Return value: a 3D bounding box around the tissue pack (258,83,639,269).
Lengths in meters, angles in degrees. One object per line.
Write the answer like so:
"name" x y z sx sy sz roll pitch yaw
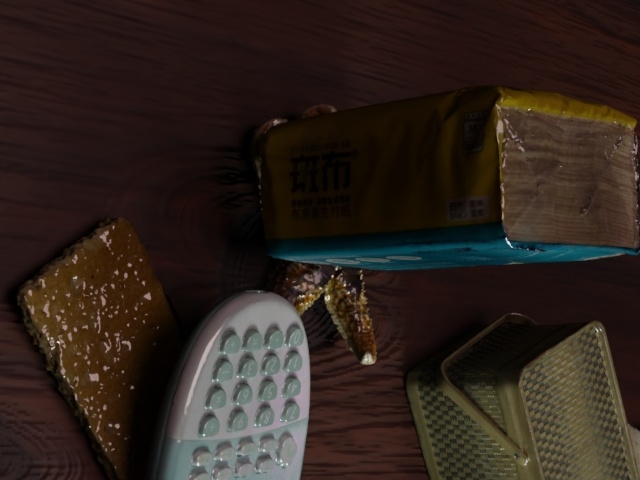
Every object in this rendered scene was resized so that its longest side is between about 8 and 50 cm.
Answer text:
"tissue pack" 0.103 -0.047 1.252 0.192 0.271 0.134 6 83 -45

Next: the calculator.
"calculator" -0.076 0.185 1.241 0.184 0.042 0.295 0 102 -55

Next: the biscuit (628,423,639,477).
"biscuit" 0.364 0.295 1.630 0.250 0.032 0.133 37 66 -40

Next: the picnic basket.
"picnic basket" 0.206 0.215 1.505 0.165 0.139 0.267 -25 104 -45

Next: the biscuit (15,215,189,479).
"biscuit" -0.152 0.105 1.222 0.131 0.025 0.231 -41 116 -40

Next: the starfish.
"starfish" -0.001 0.001 1.370 0.216 0.071 0.238 -32 98 -38
